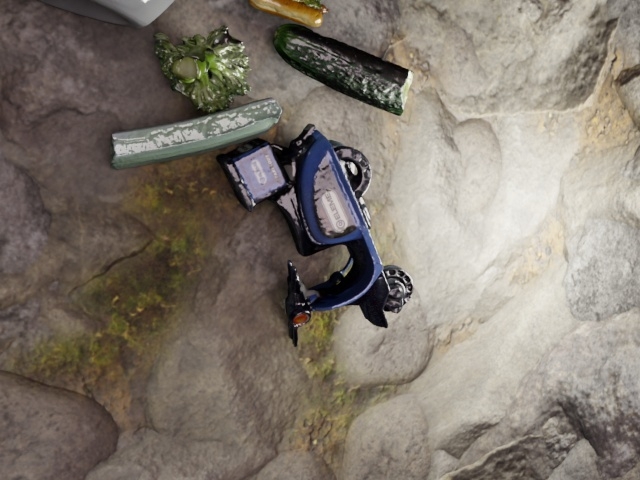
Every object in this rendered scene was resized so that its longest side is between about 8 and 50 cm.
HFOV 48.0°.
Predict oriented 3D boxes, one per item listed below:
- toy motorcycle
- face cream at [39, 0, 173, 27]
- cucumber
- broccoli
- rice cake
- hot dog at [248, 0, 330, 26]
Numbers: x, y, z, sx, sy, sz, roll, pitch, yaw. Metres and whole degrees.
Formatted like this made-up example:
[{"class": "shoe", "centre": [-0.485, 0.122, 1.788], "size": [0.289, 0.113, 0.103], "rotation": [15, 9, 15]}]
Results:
[{"class": "toy motorcycle", "centre": [0.000, 0.000, 1.084], "size": [0.212, 0.125, 0.359], "rotation": [-28, 108, -9]}, {"class": "face cream", "centre": [-0.256, -0.450, 0.818], "size": [0.312, 0.219, 0.357], "rotation": [15, 93, -26]}, {"class": "cucumber", "centre": [0.037, -0.256, 1.072], "size": [0.241, 0.074, 0.075], "rotation": [16, 93, -25]}, {"class": "broccoli", "centre": [-0.157, -0.222, 0.922], "size": [0.118, 0.204, 0.123], "rotation": [-17, 102, 5]}, {"class": "rice cake", "centre": [-0.169, -0.142, 0.974], "size": [0.237, 0.127, 0.043], "rotation": [-16, 93, -15]}, {"class": "hot dog", "centre": [-0.048, -0.343, 1.026], "size": [0.133, 0.056, 0.041], "rotation": [11, 126, -26]}]
